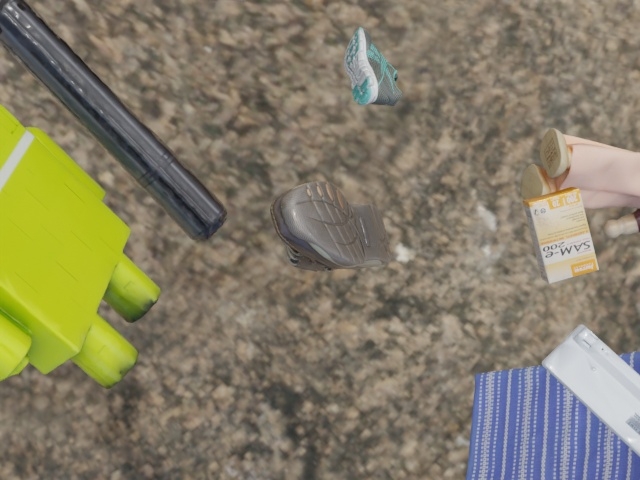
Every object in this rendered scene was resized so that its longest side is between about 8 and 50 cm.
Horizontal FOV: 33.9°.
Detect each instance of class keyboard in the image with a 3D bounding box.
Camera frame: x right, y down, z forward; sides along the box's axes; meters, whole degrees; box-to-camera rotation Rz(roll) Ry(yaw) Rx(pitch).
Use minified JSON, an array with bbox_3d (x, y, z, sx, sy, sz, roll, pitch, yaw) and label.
[{"bbox_3d":[0.372,0.206,1.204,0.072,0.256,0.014,-43,161,-8],"label":"keyboard"}]

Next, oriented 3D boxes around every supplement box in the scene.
[{"bbox_3d":[0.277,-0.006,1.212,0.062,0.036,0.098,-16,96,0],"label":"supplement box"}]

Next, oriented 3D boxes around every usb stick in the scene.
[{"bbox_3d":[-0.187,-0.106,0.930,0.045,0.077,0.278,-43,101,-1],"label":"usb stick"}]

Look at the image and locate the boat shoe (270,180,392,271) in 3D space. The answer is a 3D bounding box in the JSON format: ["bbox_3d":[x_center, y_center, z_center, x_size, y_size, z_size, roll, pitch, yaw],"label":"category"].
[{"bbox_3d":[0.000,0.000,1.636,0.130,0.132,0.355,-19,164,20],"label":"boat shoe"}]

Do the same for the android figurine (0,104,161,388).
[{"bbox_3d":[-0.245,-0.007,0.832,0.056,0.248,0.273,-33,117,26],"label":"android figurine"}]

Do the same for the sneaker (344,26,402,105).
[{"bbox_3d":[0.085,-0.269,1.660,0.076,0.166,0.065,11,139,-23],"label":"sneaker"}]

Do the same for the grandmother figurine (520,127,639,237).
[{"bbox_3d":[0.474,-0.087,1.497,0.342,0.104,0.208,7,144,-15],"label":"grandmother figurine"}]

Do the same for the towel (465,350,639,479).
[{"bbox_3d":[0.363,0.295,1.596,0.040,0.336,0.243,34,55,-38],"label":"towel"}]
